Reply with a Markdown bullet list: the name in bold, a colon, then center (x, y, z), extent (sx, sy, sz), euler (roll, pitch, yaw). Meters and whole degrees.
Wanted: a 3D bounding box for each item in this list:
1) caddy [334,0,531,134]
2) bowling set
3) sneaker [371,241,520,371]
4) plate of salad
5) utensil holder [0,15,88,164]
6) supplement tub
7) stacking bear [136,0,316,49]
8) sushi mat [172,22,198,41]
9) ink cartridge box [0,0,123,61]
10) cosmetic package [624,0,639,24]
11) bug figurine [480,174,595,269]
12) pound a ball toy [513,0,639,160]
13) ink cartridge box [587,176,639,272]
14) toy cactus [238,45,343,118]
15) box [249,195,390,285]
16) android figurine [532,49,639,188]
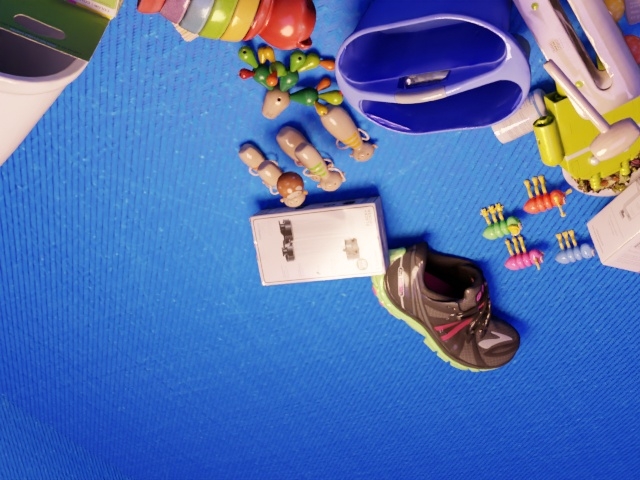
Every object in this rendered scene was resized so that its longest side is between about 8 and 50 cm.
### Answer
- **caddy**: center (0.192, -0.297, 1.283), extent (0.341, 0.179, 0.241), euler (-1, 140, 35)
- **bowling set**: center (-0.039, -0.129, 1.549), extent (0.287, 0.199, 0.154), euler (-18, 134, 31)
- **sneaker**: center (0.336, 0.166, 1.829), extent (0.483, 0.185, 0.202), euler (34, 136, -28)
- **plate of salad**: center (0.595, -0.154, 1.534), extent (0.200, 0.048, 0.199), euler (3, 138, 3)
- **utensil holder**: center (-0.635, -0.309, 1.335), extent (0.328, 0.327, 0.385), euler (33, 135, -26)
- **supplement tub**: center (0.387, -0.239, 1.451), extent (0.107, 0.071, 0.071), euler (-25, 129, 30)
- **stacking bear**: center (-0.141, -0.405, 1.255), extent (0.289, 0.175, 0.164), euler (15, 136, -21)
- **sushi mat**: center (-0.157, -0.468, 1.310), extent (0.317, 0.019, 0.151), euler (-21, 130, 28)
- **ink cartridge box**: center (-0.413, -0.425, 1.215), extent (0.189, 0.255, 0.097), euler (20, 137, -15)
- **cosmetic package**: center (0.512, -0.468, 1.154), extent (0.127, 0.107, 0.238), euler (-11, 138, 24)
- **bug figurine**: center (0.489, -0.013, 1.689), extent (0.216, 0.072, 0.279), euler (-21, 132, 28)
- **pound a ball toy**: center (0.423, -0.312, 1.187), extent (0.136, 0.208, 0.319), euler (-28, 106, 28)
- **ink cartridge box**: center (0.730, -0.055, 1.551), extent (0.207, 0.117, 0.283), euler (12, 139, -23)
- **toy cactus**: center (-0.065, -0.289, 1.449), extent (0.219, 0.112, 0.180), euler (13, 149, -19)
- **box**: center (0.000, 0.000, 1.708), extent (0.290, 0.087, 0.169), euler (-7, 103, 14)
- **android figurine**: center (0.516, -0.221, 1.403), extent (0.248, 0.056, 0.272), euler (-24, 122, -1)
